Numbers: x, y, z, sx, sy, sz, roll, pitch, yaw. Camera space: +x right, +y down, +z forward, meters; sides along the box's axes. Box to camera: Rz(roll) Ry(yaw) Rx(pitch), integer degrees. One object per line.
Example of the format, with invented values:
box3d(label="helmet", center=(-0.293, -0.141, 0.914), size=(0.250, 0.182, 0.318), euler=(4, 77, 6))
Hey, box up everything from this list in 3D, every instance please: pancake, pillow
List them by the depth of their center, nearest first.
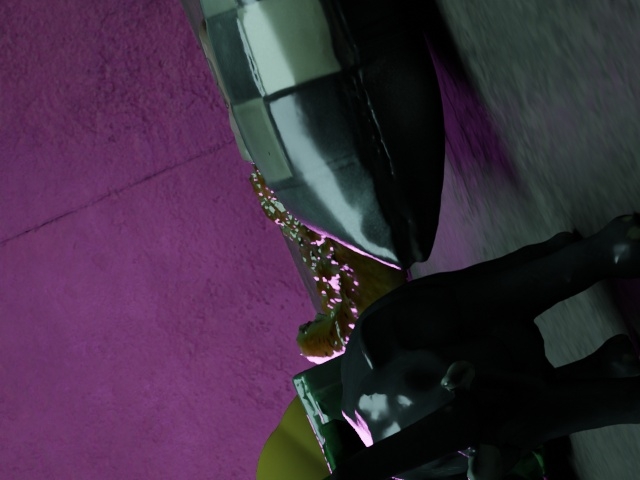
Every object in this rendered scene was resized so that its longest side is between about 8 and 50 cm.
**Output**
box3d(label="pillow", center=(-0.005, -0.110, 0.869), size=(0.186, 0.106, 0.250), euler=(-145, 35, -81))
box3d(label="pancake", center=(-0.003, 0.003, 1.451), size=(0.197, 0.054, 0.377), euler=(41, 155, 33))

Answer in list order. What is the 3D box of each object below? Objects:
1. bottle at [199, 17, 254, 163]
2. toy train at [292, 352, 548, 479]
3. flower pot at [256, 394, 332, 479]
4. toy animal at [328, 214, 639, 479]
box3d(label="bottle", center=(-0.025, -0.105, 1.225), size=(0.099, 0.099, 0.152), euler=(-121, 9, -57))
box3d(label="toy train", center=(0.089, 0.174, 1.069), size=(0.202, 0.145, 0.266), euler=(-122, 8, -84))
box3d(label="flower pot", center=(0.067, 0.228, 1.490), size=(0.179, 0.195, 0.195), euler=(33, 150, 57))
box3d(label="toy animal", center=(0.071, 0.049, 0.633), size=(0.269, 0.137, 0.082), euler=(-40, -71, -86))
